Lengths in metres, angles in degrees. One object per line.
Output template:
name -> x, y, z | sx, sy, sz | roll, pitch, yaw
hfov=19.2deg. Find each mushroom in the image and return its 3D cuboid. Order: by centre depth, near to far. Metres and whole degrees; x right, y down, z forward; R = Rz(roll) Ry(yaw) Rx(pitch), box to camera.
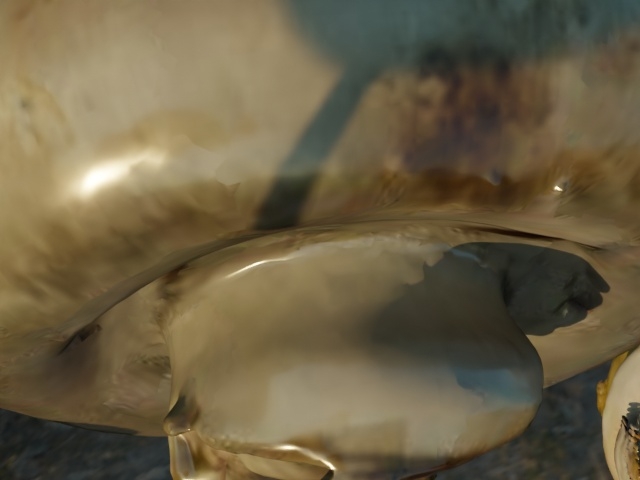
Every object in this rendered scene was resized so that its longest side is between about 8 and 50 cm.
mushroom -> 0.000, 0.000, 0.747 | 0.362, 0.362, 0.295 | 1, 66, -25

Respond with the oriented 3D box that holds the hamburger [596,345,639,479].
hamburger -> 0.325, 0.150, 1.240 | 0.276, 0.276, 0.237 | 26, 18, -15
